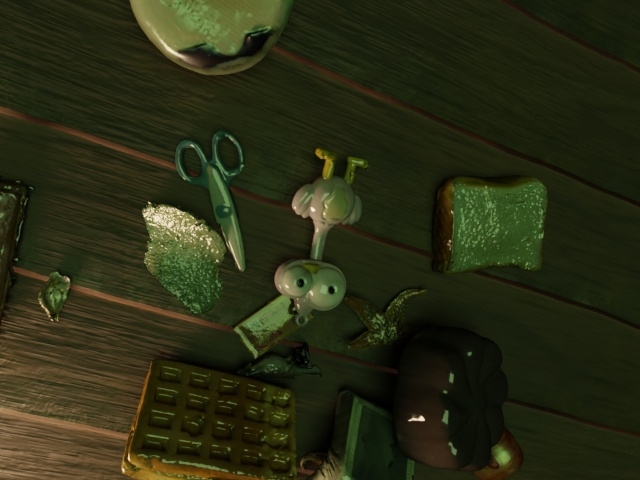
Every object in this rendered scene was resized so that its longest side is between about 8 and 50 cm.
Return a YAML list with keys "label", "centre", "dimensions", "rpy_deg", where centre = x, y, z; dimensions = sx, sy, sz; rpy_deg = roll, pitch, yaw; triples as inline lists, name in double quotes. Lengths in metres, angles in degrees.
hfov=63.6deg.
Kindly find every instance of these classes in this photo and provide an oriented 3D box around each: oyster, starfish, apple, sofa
- label: "oyster"
  centre: [-0.516, 0.107, 0.995]
  dimensions: [0.051, 0.034, 0.093]
  rpy_deg: [25, 82, -32]
- label: "starfish"
  centre: [0.053, 0.549, 1.193]
  dimensions: [0.209, 0.053, 0.150]
  rpy_deg: [26, 85, -13]
- label: "starfish"
  centre: [0.162, 0.173, 1.164]
  dimensions: [0.247, 0.050, 0.138]
  rpy_deg: [-4, 103, -24]
- label: "apple"
  centre: [0.399, 0.495, 1.227]
  dimensions: [0.131, 0.146, 0.146]
  rpy_deg: [-36, 106, 7]
- label: "sofa"
  centre: [0.089, 0.485, 1.157]
  dimensions: [0.210, 0.226, 0.176]
  rpy_deg: [28, 136, -18]

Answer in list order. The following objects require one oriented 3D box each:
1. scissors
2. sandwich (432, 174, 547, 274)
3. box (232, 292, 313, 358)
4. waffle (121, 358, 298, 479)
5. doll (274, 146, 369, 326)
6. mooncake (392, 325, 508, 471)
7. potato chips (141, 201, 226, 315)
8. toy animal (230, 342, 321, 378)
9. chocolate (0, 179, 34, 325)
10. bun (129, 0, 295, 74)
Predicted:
- label: "scissors"
  centre: [-0.195, -0.071, 1.035]
  dimensions: [0.138, 0.041, 0.289]
  rpy_deg: [-14, 104, 1]
- label: "sandwich"
  centre: [0.383, -0.033, 1.160]
  dimensions: [0.251, 0.087, 0.226]
  rpy_deg: [-3, 99, -13]
- label: "box"
  centre: [-0.102, 0.176, 1.112]
  dimensions: [0.156, 0.022, 0.089]
  rpy_deg: [-36, 104, -5]
- label: "waffle"
  centre: [-0.202, 0.373, 1.023]
  dimensions: [0.327, 0.224, 0.098]
  rpy_deg: [16, 132, -15]
- label: "doll"
  centre: [-0.001, 0.000, 1.065]
  dimensions: [0.160, 0.094, 0.366]
  rpy_deg: [10, 94, -30]
- label: "mooncake"
  centre: [0.284, 0.340, 1.112]
  dimensions: [0.306, 0.154, 0.306]
  rpy_deg: [3, 86, -43]
- label: "potato chips"
  centre: [-0.272, 0.035, 1.028]
  dimensions: [0.167, 0.059, 0.229]
  rpy_deg: [-2, 105, -6]
- label: "toy animal"
  centre: [-0.094, 0.273, 1.109]
  dimensions: [0.202, 0.070, 0.105]
  rpy_deg: [-6, 132, -12]
- label: "chocolate"
  centre: [-0.614, 0.042, 0.943]
  dimensions: [0.102, 0.065, 0.330]
  rpy_deg: [12, 95, -15]
- label: "bun"
  centre: [-0.191, -0.443, 0.914]
  dimensions: [0.283, 0.179, 0.283]
  rpy_deg: [-3, 120, -6]
